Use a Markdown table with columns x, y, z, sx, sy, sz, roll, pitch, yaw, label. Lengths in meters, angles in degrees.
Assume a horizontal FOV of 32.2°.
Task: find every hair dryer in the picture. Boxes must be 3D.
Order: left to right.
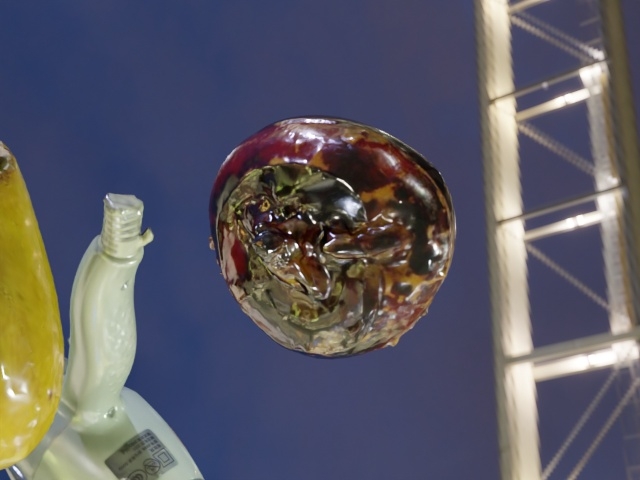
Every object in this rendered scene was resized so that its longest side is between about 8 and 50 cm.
| x | y | z | sx | sy | sz | roll | pitch | yaw | label |
| --- | --- | --- | --- | --- | --- | --- | --- | --- | --- |
| -0.211 | 0.072 | 0.812 | 0.119 | 0.296 | 0.298 | -32 | -52 | -44 | hair dryer |

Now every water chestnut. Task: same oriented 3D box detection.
| x | y | z | sx | sy | sz | roll | pitch | yaw | label |
| --- | --- | --- | --- | --- | --- | --- | --- | --- | --- |
| 0.000 | 0.000 | 1.255 | 0.300 | 0.300 | 0.299 | 30 | -128 | -47 | water chestnut |

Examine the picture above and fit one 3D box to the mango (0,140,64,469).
| x | y | z | sx | sy | sz | roll | pitch | yaw | label |
| --- | --- | --- | --- | --- | --- | --- | --- | --- | --- |
| -0.196 | -0.018 | 0.477 | 0.130 | 0.167 | 0.261 | -27 | -91 | -37 | mango |
